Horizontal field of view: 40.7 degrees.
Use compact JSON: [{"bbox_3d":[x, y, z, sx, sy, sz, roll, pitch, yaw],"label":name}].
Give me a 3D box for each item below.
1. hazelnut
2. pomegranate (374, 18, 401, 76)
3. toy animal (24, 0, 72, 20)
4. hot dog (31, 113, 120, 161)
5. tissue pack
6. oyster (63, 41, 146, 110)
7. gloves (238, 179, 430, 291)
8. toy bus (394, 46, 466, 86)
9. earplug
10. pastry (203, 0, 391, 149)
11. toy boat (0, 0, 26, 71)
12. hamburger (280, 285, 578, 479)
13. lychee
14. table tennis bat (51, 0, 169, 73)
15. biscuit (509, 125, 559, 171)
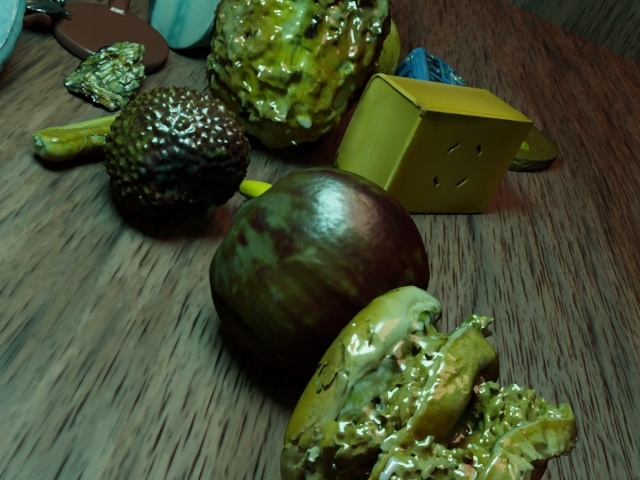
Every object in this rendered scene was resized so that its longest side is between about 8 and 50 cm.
[{"bbox_3d":[-0.005,0.033,0.944,0.218,0.234,0.218,42,8,-7],"label":"hazelnut"},{"bbox_3d":[0.078,-0.407,1.765,0.196,0.196,0.196,20,30,-12],"label":"pomegranate"},{"bbox_3d":[-0.512,-0.393,1.364,0.233,0.084,0.148,-18,52,-43],"label":"toy animal"},{"bbox_3d":[-0.301,-0.140,1.173,0.066,0.047,0.216,23,26,24],"label":"hot dog"},{"bbox_3d":[0.188,-0.159,1.454,0.275,0.194,0.145,0,34,-40],"label":"tissue pack"},{"bbox_3d":[-0.321,-0.264,1.343,0.105,0.056,0.177,27,40,13],"label":"oyster"},{"bbox_3d":[0.001,0.000,1.160,0.294,0.116,0.133,36,2,35],"label":"gloves"},{"bbox_3d":[0.212,-0.288,1.731,0.134,0.113,0.246,34,27,-15],"label":"toy bus"},{"bbox_3d":[-0.153,-0.445,1.678,0.185,0.185,0.324,43,27,28],"label":"earplug"},{"bbox_3d":[-0.030,-0.353,1.429,0.293,0.337,0.405,30,29,-1],"label":"pastry"},{"bbox_3d":[-0.525,-0.311,1.190,0.215,0.123,0.329,12,56,-20],"label":"toy boat"},{"bbox_3d":[0.099,0.180,0.783,0.211,0.245,0.260,34,68,20],"label":"hamburger"},{"bbox_3d":[-0.183,-0.114,1.093,0.188,0.188,0.188,20,30,-12],"label":"lychee"},{"bbox_3d":[-0.362,-0.376,1.515,0.200,0.038,0.310,16,31,-18],"label":"table tennis bat"},{"bbox_3d":[0.389,-0.250,1.901,0.262,0.052,0.277,-7,43,-45],"label":"biscuit"}]
